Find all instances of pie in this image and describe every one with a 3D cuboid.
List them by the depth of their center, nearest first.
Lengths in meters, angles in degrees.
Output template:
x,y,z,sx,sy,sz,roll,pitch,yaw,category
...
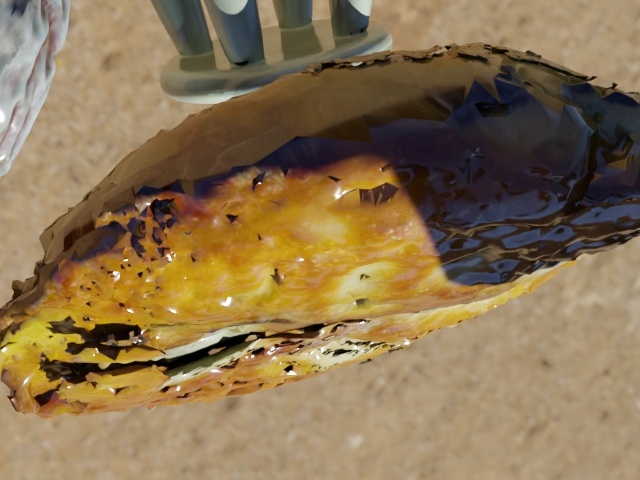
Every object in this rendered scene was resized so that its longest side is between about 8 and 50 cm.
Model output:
x,y,z,sx,sy,sz,roll,pitch,yaw,category
0.000,0.001,0.798,0.308,0.085,0.308,-16,169,-3,pie

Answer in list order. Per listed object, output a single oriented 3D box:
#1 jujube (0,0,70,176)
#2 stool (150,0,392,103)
x,y,z,sx,sy,sz,roll,pitch,yaw,category
-0.321,-0.122,1.477,0.226,0.226,0.317,17,105,-57,jujube
-0.050,-0.228,1.582,0.195,0.195,0.198,-16,106,-25,stool
